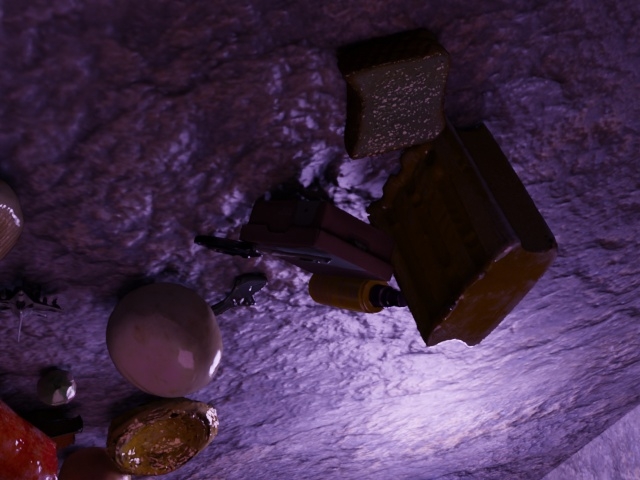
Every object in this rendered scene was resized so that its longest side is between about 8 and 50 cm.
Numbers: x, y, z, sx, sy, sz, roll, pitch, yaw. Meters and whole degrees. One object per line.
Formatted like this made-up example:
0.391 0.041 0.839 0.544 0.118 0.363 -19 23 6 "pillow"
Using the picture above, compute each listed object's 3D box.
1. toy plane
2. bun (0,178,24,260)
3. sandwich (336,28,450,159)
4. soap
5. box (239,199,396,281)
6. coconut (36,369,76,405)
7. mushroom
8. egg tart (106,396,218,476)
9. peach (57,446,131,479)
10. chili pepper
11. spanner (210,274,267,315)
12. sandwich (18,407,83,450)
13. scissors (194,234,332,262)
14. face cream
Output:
-0.554 0.110 1.512 0.160 0.082 0.234 8 149 -18 "toy plane"
-0.575 -0.027 1.280 0.222 0.127 0.222 -40 167 -11 "bun"
0.120 -0.239 1.356 0.186 0.065 0.215 -13 144 -7 "sandwich"
0.243 -0.018 1.480 0.156 0.335 0.293 8 133 -31 "soap"
0.000 0.000 1.509 0.215 0.086 0.215 5 164 47 "box"
-0.576 0.322 1.781 0.083 0.082 0.081 39 156 -5 "coconut"
-0.303 0.194 1.643 0.246 0.202 0.246 7 113 17 "mushroom"
-0.396 0.474 2.025 0.290 0.107 0.291 -13 134 -14 "egg tart"
-0.577 0.611 2.073 0.184 0.184 0.184 -11 143 -9 "peach"
-0.726 0.469 1.744 0.251 0.229 0.305 -56 131 -19 "chili pepper"
-0.244 0.159 1.750 0.325 0.026 0.093 -30 141 18 "spanner"
-0.667 0.453 1.919 0.235 0.079 0.159 -23 153 13 "sandwich"
-0.103 0.022 1.484 0.300 0.022 0.109 8 169 35 "scissors"
0.080 0.105 1.638 0.078 0.078 0.273 12 176 -34 "face cream"
